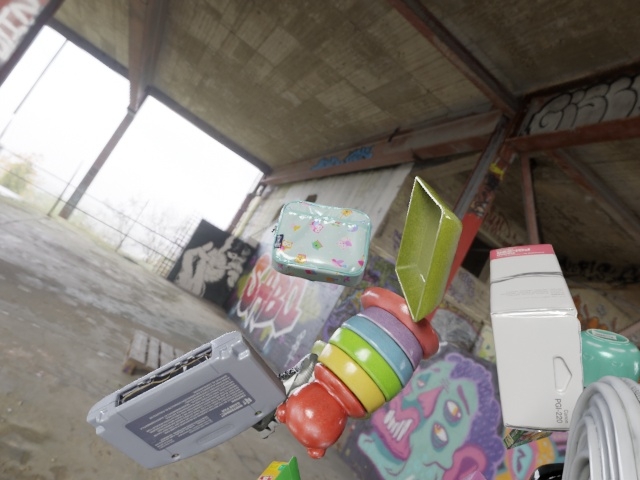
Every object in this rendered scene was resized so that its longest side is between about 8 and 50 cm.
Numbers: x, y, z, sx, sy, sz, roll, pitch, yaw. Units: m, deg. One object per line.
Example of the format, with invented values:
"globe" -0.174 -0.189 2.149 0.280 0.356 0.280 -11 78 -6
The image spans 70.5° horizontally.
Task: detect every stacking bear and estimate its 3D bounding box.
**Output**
"stacking bear" 0.058 0.236 0.793 0.175 0.289 0.164 46 -18 5

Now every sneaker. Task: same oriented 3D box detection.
"sneaker" -0.098 0.353 1.078 0.106 0.234 0.078 42 -5 -18

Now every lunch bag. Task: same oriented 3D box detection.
"lunch bag" 0.000 0.000 1.288 0.279 0.224 0.108 11 -26 3

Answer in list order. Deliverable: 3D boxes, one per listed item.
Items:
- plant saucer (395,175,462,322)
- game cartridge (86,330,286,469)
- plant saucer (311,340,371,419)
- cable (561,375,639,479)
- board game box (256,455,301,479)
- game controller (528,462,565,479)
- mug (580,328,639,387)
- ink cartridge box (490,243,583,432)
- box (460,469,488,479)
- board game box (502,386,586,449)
"plant saucer" 0.176 0.010 0.739 0.045 0.188 0.188 7 23 -3
"game cartridge" -0.220 0.291 0.798 0.196 0.294 0.060 61 2 -31
"plant saucer" 0.042 0.380 1.201 0.241 0.037 0.241 42 -32 34
"cable" 0.224 0.232 0.317 0.089 0.257 0.257 7 -2 24
"board game box" -0.093 0.398 0.566 0.039 0.124 0.259 -7 7 31
"game controller" 0.369 0.456 0.691 0.166 0.319 0.067 -2 26 -9
"mug" 0.556 0.236 0.907 0.157 0.097 0.129 3 9 -21
"ink cartridge box" 0.277 0.115 0.596 0.092 0.159 0.218 -7 16 20
"box" 0.294 0.689 1.051 0.243 0.213 0.117 -18 60 -48
"board game box" 0.546 0.425 1.092 0.260 0.136 0.030 95 -23 -44
